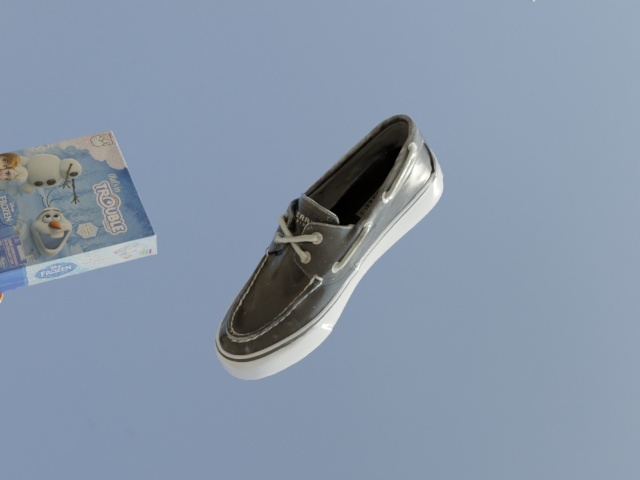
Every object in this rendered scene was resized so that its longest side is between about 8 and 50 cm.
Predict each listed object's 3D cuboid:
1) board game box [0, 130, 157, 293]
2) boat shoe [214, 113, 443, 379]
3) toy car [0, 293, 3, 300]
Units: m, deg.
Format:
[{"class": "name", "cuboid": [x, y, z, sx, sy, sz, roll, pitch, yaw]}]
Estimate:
[{"class": "board game box", "cuboid": [-0.151, -0.019, 0.594, 0.090, 0.020, 0.090, -15, -127, -21]}, {"class": "boat shoe", "cuboid": [0.000, 0.000, 0.996, 0.301, 0.102, 0.108, -44, -130, -11]}, {"class": "toy car", "cuboid": [-0.417, 0.051, 1.105, 0.237, 0.219, 0.210, 19, -124, 30]}]
